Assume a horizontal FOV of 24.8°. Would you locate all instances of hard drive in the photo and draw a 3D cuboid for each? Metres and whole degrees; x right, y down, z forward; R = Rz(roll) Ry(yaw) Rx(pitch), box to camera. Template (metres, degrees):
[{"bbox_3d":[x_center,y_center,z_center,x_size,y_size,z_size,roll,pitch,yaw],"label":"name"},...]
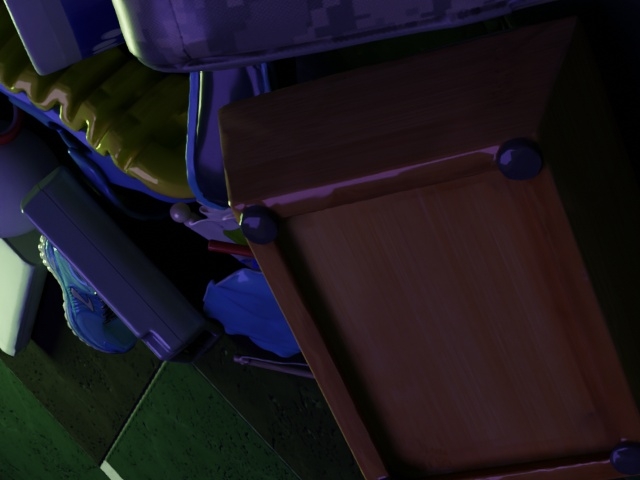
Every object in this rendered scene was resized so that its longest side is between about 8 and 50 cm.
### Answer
[{"bbox_3d":[-0.415,0.010,1.758,0.203,0.040,0.307,46,153,6],"label":"hard drive"}]

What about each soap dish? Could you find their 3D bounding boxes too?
[{"bbox_3d":[0.087,0.029,0.878,0.228,0.118,0.291,-12,120,24],"label":"soap dish"}]

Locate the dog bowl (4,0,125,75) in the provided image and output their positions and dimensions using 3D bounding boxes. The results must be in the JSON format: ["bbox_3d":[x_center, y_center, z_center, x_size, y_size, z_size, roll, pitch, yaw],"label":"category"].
[{"bbox_3d":[-0.180,-0.244,0.912,0.265,0.104,0.265,157,90,-83],"label":"dog bowl"}]

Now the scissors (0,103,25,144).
[{"bbox_3d":[-0.373,-0.219,1.410,0.021,0.109,0.297,106,144,-72],"label":"scissors"}]

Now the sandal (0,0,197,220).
[{"bbox_3d":[-0.202,-0.121,1.202,0.317,0.126,0.138,44,156,13],"label":"sandal"}]

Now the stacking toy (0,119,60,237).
[{"bbox_3d":[-0.478,-0.116,1.481,0.479,0.351,0.351,18,143,19],"label":"stacking toy"}]

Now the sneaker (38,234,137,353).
[{"bbox_3d":[-0.236,0.055,1.530,0.073,0.063,0.162,8,132,47],"label":"sneaker"}]

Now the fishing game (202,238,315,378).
[{"bbox_3d":[0.000,0.059,1.158,0.189,0.041,0.264,10,156,10],"label":"fishing game"}]

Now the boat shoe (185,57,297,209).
[{"bbox_3d":[-0.030,-0.143,0.931,0.089,0.109,0.258,10,122,12],"label":"boat shoe"}]

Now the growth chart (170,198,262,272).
[{"bbox_3d":[0.000,0.000,1.090,0.172,0.021,0.237,32,157,-32],"label":"growth chart"}]

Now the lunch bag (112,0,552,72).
[{"bbox_3d":[0.042,-0.231,0.521,0.305,0.213,0.256,-8,123,17],"label":"lunch bag"}]

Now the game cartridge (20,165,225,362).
[{"bbox_3d":[-0.175,0.024,1.303,0.198,0.062,0.297,51,177,4],"label":"game cartridge"}]
